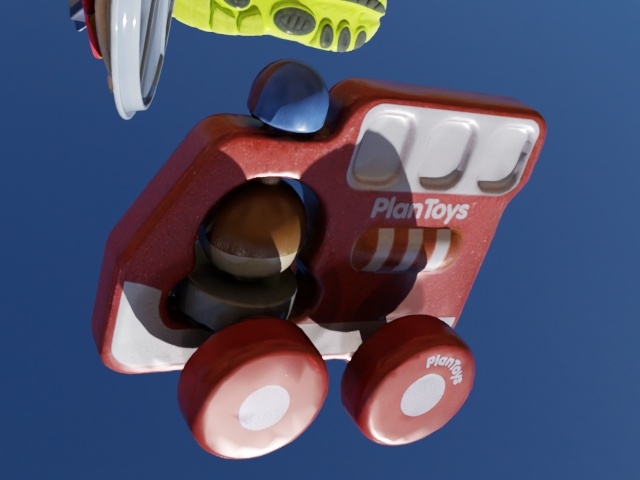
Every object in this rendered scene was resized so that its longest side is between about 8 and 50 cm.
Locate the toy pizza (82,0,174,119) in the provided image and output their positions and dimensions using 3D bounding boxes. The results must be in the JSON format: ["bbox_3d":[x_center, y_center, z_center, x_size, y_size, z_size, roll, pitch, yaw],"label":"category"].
[{"bbox_3d":[-0.069,-0.148,0.326,0.032,0.201,0.201,9,-134,-8],"label":"toy pizza"}]

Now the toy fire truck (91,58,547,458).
[{"bbox_3d":[0.000,0.000,0.609,0.302,0.254,0.169,2,-152,-30],"label":"toy fire truck"}]

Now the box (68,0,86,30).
[{"bbox_3d":[-0.231,-0.331,0.947,0.036,0.225,0.137,0,-101,-44],"label":"box"}]

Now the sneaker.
[{"bbox_3d":[-0.073,-0.260,0.844,0.295,0.109,0.123,10,-154,-38],"label":"sneaker"}]
